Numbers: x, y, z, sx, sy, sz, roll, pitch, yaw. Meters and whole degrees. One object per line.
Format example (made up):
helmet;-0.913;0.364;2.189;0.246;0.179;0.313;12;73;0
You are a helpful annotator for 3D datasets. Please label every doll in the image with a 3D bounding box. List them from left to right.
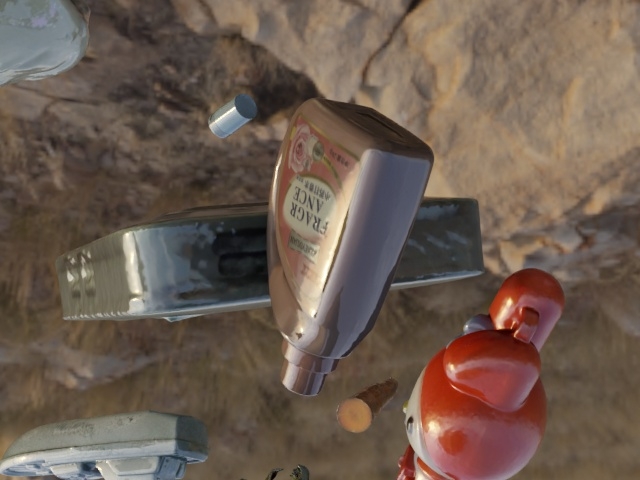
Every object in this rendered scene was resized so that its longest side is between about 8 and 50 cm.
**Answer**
doll;0.150;0.159;0.940;0.130;0.161;0.290;24;120;7

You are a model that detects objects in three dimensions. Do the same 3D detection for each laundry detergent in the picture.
laundry detergent;0.000;0.000;0.846;0.076;0.237;0.171;4;-155;-33

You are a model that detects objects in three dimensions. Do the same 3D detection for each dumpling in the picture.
dumpling;-0.468;-0.303;1.501;0.187;0.242;0.318;29;160;11

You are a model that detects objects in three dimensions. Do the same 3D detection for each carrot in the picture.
carrot;0.092;0.259;1.622;0.057;0.057;0.224;-6;-177;22

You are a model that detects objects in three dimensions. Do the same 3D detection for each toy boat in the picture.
toy boat;-0.236;0.228;1.030;0.261;0.085;0.078;-11;156;27

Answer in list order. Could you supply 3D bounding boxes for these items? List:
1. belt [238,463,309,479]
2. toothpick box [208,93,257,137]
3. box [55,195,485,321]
belt;-0.036;0.231;0.743;0.207;0.116;0.267;9;160;-19
toothpick box;-0.157;-0.223;1.774;0.052;0.052;0.083;18;149;-35
box;-0.071;0.024;1.118;0.396;0.111;0.396;-4;177;-27
